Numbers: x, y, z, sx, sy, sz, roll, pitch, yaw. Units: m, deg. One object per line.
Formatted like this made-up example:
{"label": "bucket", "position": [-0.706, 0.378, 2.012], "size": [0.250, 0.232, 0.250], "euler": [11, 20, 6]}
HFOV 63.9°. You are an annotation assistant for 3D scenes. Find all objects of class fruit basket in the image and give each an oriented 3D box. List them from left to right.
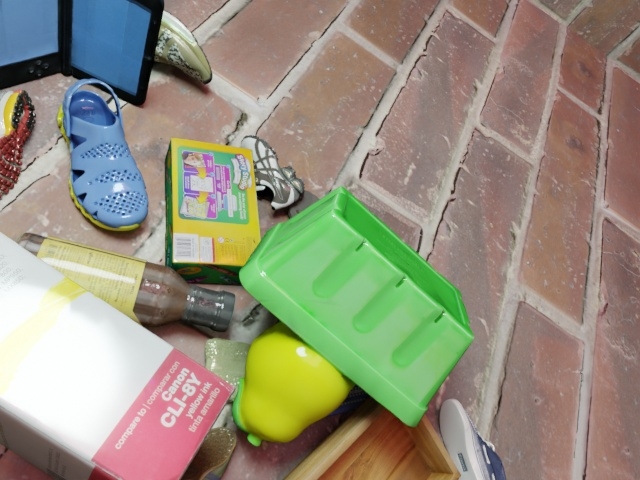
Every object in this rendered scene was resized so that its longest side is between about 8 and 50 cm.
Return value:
{"label": "fruit basket", "position": [0.012, 0.153, 0.848], "size": [0.392, 0.392, 0.283], "euler": [34, 20, -5]}

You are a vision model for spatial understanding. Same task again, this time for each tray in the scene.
{"label": "tray", "position": [0.043, 0.429, 0.816], "size": [0.411, 0.076, 0.202], "euler": [-32, 92, -38]}

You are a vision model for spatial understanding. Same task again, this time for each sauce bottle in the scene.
{"label": "sauce bottle", "position": [-0.313, 0.081, 0.838], "size": [0.344, 0.111, 0.111], "euler": [17, 56, -17]}

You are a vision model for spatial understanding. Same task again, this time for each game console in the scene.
{"label": "game console", "position": [-0.450, -0.351, 0.910], "size": [0.173, 0.293, 0.250], "euler": [49, 53, 6]}

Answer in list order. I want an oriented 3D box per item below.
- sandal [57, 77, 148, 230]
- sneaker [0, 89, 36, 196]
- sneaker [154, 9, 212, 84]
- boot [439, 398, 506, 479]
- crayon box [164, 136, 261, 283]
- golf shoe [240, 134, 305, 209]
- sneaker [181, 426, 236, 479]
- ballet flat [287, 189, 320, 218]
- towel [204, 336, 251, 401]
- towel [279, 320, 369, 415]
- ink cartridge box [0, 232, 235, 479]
{"label": "sandal", "position": [-0.397, -0.164, 0.927], "size": [0.126, 0.138, 0.317], "euler": [-17, 72, -36]}
{"label": "sneaker", "position": [-0.569, -0.163, 0.883], "size": [0.093, 0.088, 0.225], "euler": [2, 59, -3]}
{"label": "sneaker", "position": [-0.431, -0.428, 1.098], "size": [0.410, 0.158, 0.182], "euler": [30, 84, -11]}
{"label": "boot", "position": [0.296, 0.400, 0.996], "size": [0.086, 0.069, 0.190], "euler": [1, 70, -35]}
{"label": "crayon box", "position": [-0.210, -0.058, 0.992], "size": [0.165, 0.081, 0.278], "euler": [5, 60, -25]}
{"label": "golf shoe", "position": [-0.123, -0.146, 1.092], "size": [0.094, 0.077, 0.198], "euler": [-38, 66, -16]}
{"label": "sneaker", "position": [-0.189, 0.368, 0.762], "size": [0.064, 0.086, 0.192], "euler": [17, 22, 12]}
{"label": "ballet flat", "position": [0.000, 0.000, 1.089], "size": [0.084, 0.058, 0.249], "euler": [-24, 68, -19]}
{"label": "towel", "position": [-0.133, 0.231, 0.894], "size": [0.148, 0.027, 0.110], "euler": [14, 57, -21]}
{"label": "towel", "position": [0.041, 0.150, 0.973], "size": [0.243, 0.040, 0.335], "euler": [-4, 78, -25]}
{"label": "ink cartridge box", "position": [-0.340, 0.181, 0.657], "size": [0.385, 0.279, 0.160], "euler": [35, 51, -5]}
